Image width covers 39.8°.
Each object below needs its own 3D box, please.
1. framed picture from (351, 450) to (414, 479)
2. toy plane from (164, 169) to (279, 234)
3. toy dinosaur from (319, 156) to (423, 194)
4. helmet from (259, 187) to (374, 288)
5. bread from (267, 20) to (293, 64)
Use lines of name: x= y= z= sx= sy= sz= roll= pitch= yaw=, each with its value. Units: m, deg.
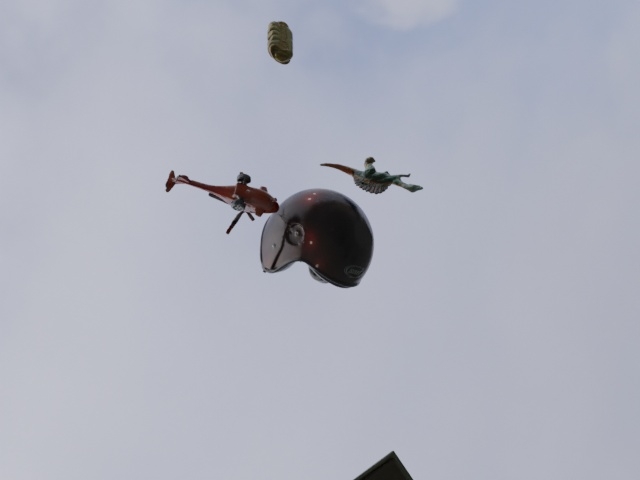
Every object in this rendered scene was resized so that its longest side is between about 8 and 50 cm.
framed picture: x=0.101 y=0.586 z=1.818 sx=0.265 sy=0.018 sz=0.192 roll=-31 pitch=-103 yaw=-19
toy plane: x=-0.166 y=-0.091 z=1.556 sx=0.194 sy=0.077 sz=0.126 roll=35 pitch=-122 yaw=-5
toy dinosaur: x=0.095 y=-0.115 z=1.671 sx=0.187 sy=0.106 sz=0.044 roll=7 pitch=-58 yaw=-9
helmet: x=0.000 y=0.000 z=1.653 sx=0.189 sy=0.216 sz=0.193 roll=16 pitch=-65 yaw=-51
bread: x=-0.071 y=-0.340 z=1.517 sx=0.049 sy=0.034 sz=0.088 roll=19 pitch=-131 yaw=-31
